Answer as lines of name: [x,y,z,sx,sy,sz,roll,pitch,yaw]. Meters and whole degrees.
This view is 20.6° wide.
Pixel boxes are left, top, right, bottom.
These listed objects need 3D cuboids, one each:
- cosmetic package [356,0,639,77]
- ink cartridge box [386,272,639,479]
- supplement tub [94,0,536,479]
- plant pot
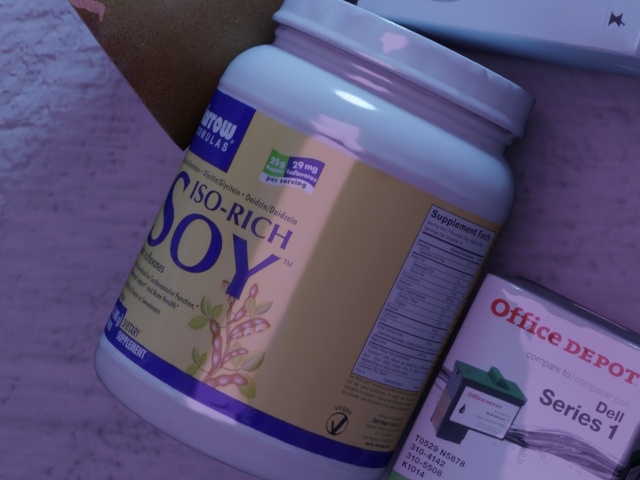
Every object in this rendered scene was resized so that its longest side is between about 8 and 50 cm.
cosmetic package: [0.200,-0.320,1.303,0.284,0.097,0.377,16,90,45]
ink cartridge box: [0.157,0.153,1.321,0.160,0.092,0.219,26,95,22]
supplement tub: [0.000,0.000,1.323,0.241,0.241,0.331,27,94,23]
plant pot: [-0.079,-0.241,1.410,0.254,0.237,0.237,-36,72,-1]
